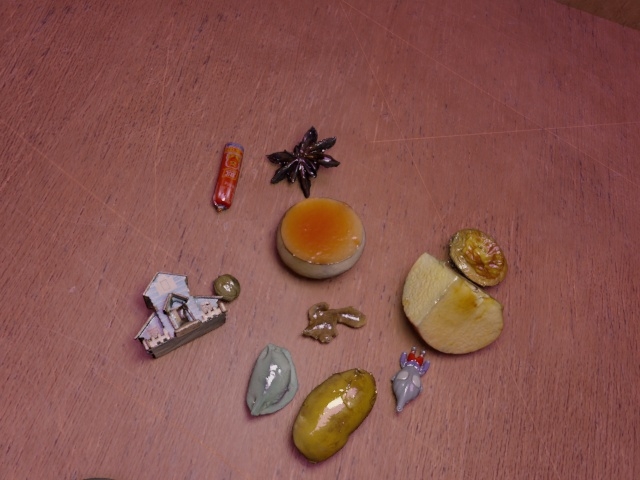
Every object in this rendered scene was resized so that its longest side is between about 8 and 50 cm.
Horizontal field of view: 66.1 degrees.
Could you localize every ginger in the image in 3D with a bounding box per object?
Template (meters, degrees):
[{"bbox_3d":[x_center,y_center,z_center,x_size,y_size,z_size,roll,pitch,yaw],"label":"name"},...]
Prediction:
[{"bbox_3d":[0.045,0.268,1.583,0.214,0.059,0.133,11,55,-10],"label":"ginger"}]

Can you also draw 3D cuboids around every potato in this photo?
[{"bbox_3d":[0.043,0.492,1.426,0.173,0.140,0.300,46,69,3],"label":"potato"}]

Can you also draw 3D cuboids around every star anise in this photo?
[{"bbox_3d":[-0.059,-0.291,1.777,0.283,0.129,0.212,-41,64,8],"label":"star anise"}]

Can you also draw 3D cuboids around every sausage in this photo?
[{"bbox_3d":[-0.325,-0.216,1.722,0.074,0.074,0.274,11,64,-8],"label":"sausage"}]

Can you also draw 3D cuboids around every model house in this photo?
[{"bbox_3d":[-0.431,0.191,1.447,0.271,0.178,0.206,-26,71,-19],"label":"model house"}]

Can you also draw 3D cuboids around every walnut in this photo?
[{"bbox_3d":[-0.294,0.148,1.548,0.092,0.092,0.092,5,64,-11],"label":"walnut"}]

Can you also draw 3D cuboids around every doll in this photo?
[{"bbox_3d":[0.278,0.438,1.546,0.102,0.075,0.227,20,49,16],"label":"doll"}]

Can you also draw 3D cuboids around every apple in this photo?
[{"bbox_3d":[0.439,0.205,1.602,0.309,0.252,0.314,34,53,-33],"label":"apple"}]

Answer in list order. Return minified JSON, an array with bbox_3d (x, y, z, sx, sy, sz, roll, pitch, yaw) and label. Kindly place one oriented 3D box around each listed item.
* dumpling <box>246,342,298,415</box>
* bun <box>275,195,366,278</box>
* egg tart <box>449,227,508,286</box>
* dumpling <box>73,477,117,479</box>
[{"bbox_3d":[-0.133,0.416,1.440,0.149,0.105,0.216,21,61,-2],"label":"dumpling"},{"bbox_3d":[0.000,0.000,1.640,0.299,0.164,0.298,2,60,-4],"label":"bun"},{"bbox_3d":[0.555,0.065,1.764,0.241,0.106,0.241,12,56,-18],"label":"egg tart"},{"bbox_3d":[-0.560,0.697,1.198,0.175,0.243,0.226,14,76,-50],"label":"dumpling"}]
